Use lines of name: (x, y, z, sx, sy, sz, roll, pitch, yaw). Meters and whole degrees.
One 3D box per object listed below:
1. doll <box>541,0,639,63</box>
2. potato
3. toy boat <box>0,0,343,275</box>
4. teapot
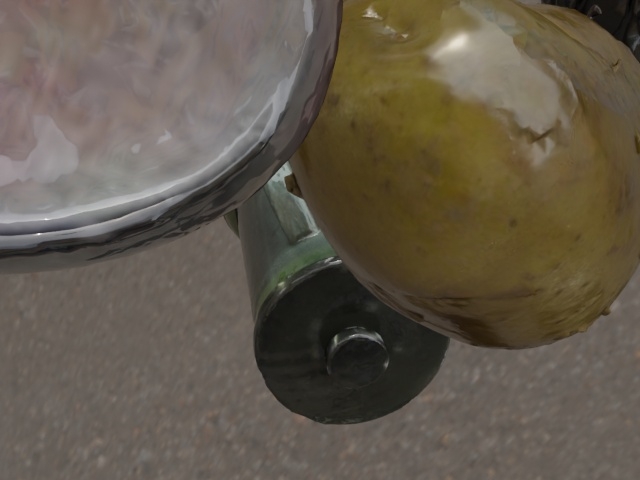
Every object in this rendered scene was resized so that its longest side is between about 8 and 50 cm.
doll: (0.198, -0.190, 0.994, 0.088, 0.249, 0.127, 15, 19, 1)
potato: (0.053, -0.027, 0.554, 0.176, 0.137, 0.137, 7, 49, -60)
toy boat: (-0.102, -0.080, 0.350, 0.227, 0.085, 0.155, 26, 93, -11)
teapot: (0.000, 0.000, 1.526, 0.200, 0.270, 0.337, -24, 32, 6)
